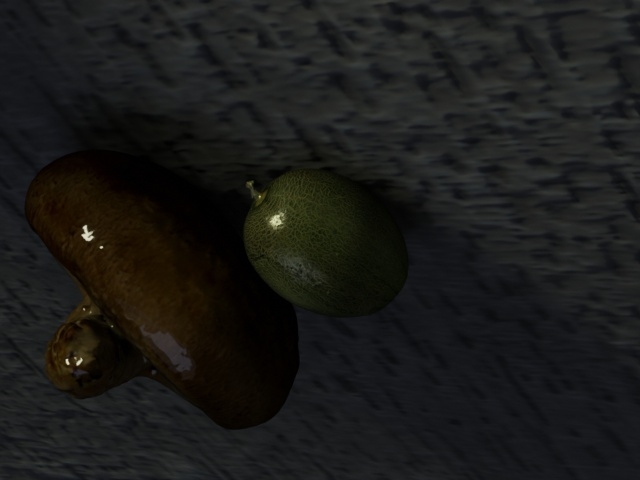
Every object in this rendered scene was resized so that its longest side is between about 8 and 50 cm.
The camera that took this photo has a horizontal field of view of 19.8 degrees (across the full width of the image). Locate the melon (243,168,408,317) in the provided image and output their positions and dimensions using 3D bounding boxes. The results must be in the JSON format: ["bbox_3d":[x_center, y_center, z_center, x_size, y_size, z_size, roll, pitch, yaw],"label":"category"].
[{"bbox_3d":[0.000,0.000,1.845,0.192,0.139,0.139,35,150,-17],"label":"melon"}]

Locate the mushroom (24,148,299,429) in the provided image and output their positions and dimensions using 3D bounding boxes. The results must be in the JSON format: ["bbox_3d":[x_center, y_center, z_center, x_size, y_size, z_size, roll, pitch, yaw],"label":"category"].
[{"bbox_3d":[-0.159,0.052,1.931,0.239,0.345,0.345,-19,140,9],"label":"mushroom"}]
